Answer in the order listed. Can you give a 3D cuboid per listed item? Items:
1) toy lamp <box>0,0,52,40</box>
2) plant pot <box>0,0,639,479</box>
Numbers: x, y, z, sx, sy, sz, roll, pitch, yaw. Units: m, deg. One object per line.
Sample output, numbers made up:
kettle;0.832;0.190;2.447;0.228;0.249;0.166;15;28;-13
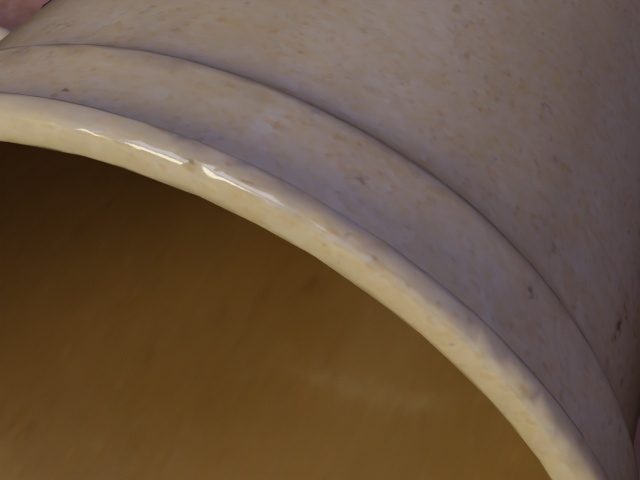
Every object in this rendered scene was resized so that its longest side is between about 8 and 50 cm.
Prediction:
toy lamp;-0.181;-0.094;0.909;0.274;0.080;0.080;15;56;24
plant pot;0.000;0.000;0.711;0.334;0.334;0.305;15;45;17
